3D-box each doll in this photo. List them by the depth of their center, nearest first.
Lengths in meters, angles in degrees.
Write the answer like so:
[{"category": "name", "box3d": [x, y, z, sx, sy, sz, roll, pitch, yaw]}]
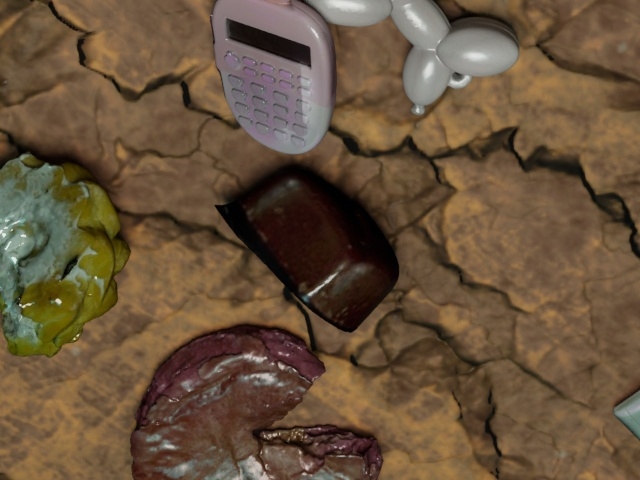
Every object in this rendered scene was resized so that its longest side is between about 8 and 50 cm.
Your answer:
[{"category": "doll", "box3d": [0.076, -0.175, 1.106, 0.160, 0.059, 0.161, 27, 114, -9]}]

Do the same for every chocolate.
[{"category": "chocolate", "box3d": [0.000, 0.000, 1.171, 0.149, 0.125, 0.080, 44, 94, -12]}]

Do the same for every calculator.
[{"category": "calculator", "box3d": [-0.034, -0.133, 1.121, 0.103, 0.024, 0.166, 23, 137, 23]}]

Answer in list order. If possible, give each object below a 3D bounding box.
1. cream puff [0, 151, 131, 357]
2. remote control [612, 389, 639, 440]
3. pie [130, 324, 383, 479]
[{"category": "cream puff", "box3d": [-0.215, 0.014, 1.189, 0.121, 0.156, 0.156, -39, 115, -26]}, {"category": "remote control", "box3d": [0.317, 0.180, 1.283, 0.065, 0.029, 0.166, -39, 108, 18]}, {"category": "pie", "box3d": [-0.055, 0.179, 1.289, 0.204, 0.054, 0.219, -41, 107, 19]}]
